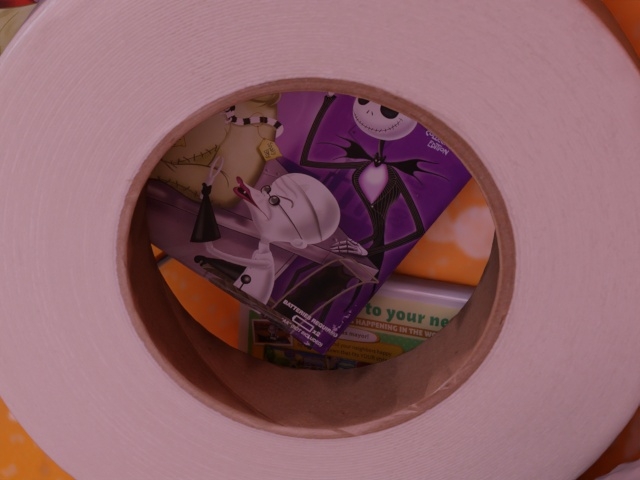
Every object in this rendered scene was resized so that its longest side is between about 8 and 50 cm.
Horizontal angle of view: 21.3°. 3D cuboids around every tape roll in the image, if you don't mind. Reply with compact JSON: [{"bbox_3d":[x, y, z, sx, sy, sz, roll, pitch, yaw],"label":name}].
[{"bbox_3d":[0.000,0.000,0.913,0.392,0.072,0.392,2,114,4],"label":"tape roll"}]

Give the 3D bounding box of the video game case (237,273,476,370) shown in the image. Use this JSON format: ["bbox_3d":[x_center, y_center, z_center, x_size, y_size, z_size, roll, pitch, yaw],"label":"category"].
[{"bbox_3d":[0.048,0.115,1.041,0.212,0.023,0.193,9,108,19],"label":"video game case"}]

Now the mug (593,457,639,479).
[{"bbox_3d":[0.159,0.244,0.853,0.328,0.374,0.276,-42,54,16],"label":"mug"}]

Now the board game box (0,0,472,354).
[{"bbox_3d":[-0.078,-0.107,0.931,0.347,0.056,0.208,33,108,-12],"label":"board game box"}]
